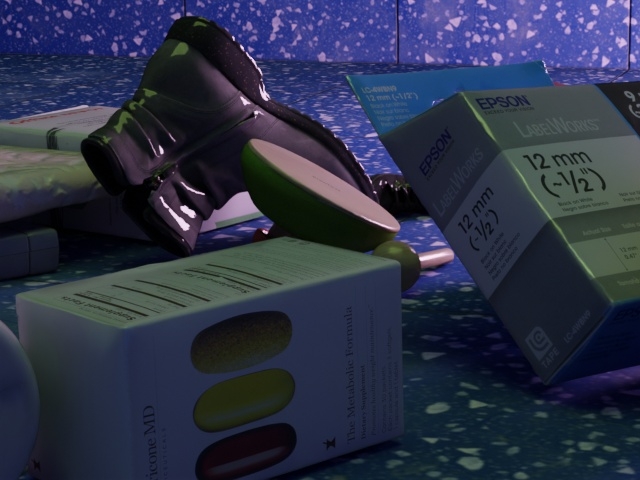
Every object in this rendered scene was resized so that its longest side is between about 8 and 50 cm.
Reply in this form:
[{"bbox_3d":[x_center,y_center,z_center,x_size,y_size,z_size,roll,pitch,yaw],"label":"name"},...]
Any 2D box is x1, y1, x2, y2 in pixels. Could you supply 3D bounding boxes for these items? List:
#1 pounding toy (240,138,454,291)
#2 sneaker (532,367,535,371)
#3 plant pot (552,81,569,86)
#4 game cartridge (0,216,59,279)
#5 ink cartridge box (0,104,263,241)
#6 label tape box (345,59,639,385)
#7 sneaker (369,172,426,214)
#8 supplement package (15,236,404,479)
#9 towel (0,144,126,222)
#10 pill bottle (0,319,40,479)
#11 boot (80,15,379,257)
[{"bbox_3d":[0.000,0.000,1.754,0.237,0.110,0.183,33,10,13],"label":"pounding toy"},{"bbox_3d":[0.198,0.079,1.441,0.054,0.061,0.152,30,32,-5],"label":"sneaker"},{"bbox_3d":[0.284,-0.042,1.700,0.180,0.201,0.201,14,11,-8],"label":"plant pot"},{"bbox_3d":[-0.471,-0.006,1.855,0.230,0.068,0.355,-5,12,-37],"label":"game cartridge"},{"bbox_3d":[-0.234,-0.086,2.048,0.289,0.121,0.211,8,15,36],"label":"ink cartridge box"},{"bbox_3d":[0.215,-0.057,1.454,0.249,0.115,0.347,-7,55,-38],"label":"label tape box"},{"bbox_3d":[0.129,-0.058,2.062,0.089,0.051,0.170,4,9,42],"label":"sneaker"},{"bbox_3d":[-0.074,0.090,1.194,0.244,0.139,0.134,-13,16,-40],"label":"supplement package"},{"bbox_3d":[-0.424,-0.060,1.850,0.317,0.053,0.332,7,14,36],"label":"towel"},{"bbox_3d":[-0.309,0.087,1.169,0.160,0.160,0.283,-7,14,-25],"label":"pill bottle"},{"bbox_3d":[-0.103,-0.064,1.882,0.118,0.338,0.222,-10,44,57],"label":"boot"}]
